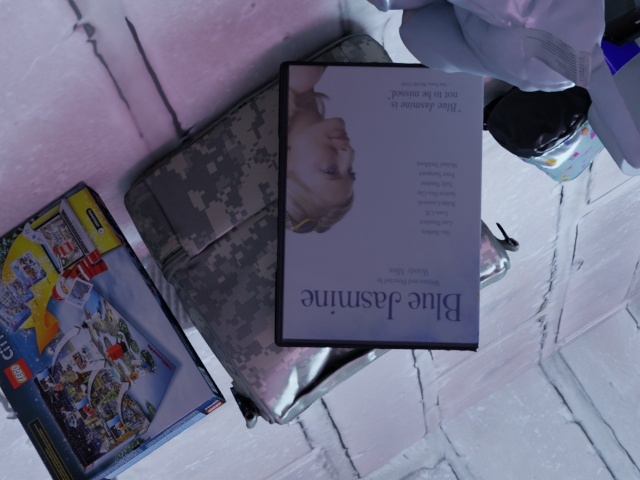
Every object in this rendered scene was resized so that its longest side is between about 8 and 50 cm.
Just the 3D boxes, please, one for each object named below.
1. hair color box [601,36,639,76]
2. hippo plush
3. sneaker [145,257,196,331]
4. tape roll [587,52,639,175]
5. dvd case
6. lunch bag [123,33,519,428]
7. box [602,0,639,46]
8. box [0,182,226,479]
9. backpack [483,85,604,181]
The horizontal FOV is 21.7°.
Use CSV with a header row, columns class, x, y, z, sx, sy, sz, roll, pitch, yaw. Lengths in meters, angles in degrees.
class,x,y,z,sx,sy,sz,roll,pitch,yaw
hair color box,0.411,-0.224,1.954,0.185,0.110,0.339,-34,161,4
hippo plush,0.171,-0.252,1.287,0.236,0.294,0.234,-50,133,-8
sneaker,-0.058,0.014,1.782,0.282,0.102,0.161,-33,166,0
tape roll,0.398,-0.163,1.804,0.219,0.072,0.219,-29,161,-11
dvd case,0.051,-0.030,1.470,0.180,0.253,0.022,1,179,0
lunch bag,0.000,0.000,1.575,0.305,0.256,0.212,-33,163,0
box,0.379,-0.311,1.624,0.322,0.079,0.257,-29,168,23
box,-0.211,0.088,1.476,0.159,0.233,0.044,-34,163,3
backpack,0.269,-0.138,1.922,0.152,0.115,0.182,-38,165,8
